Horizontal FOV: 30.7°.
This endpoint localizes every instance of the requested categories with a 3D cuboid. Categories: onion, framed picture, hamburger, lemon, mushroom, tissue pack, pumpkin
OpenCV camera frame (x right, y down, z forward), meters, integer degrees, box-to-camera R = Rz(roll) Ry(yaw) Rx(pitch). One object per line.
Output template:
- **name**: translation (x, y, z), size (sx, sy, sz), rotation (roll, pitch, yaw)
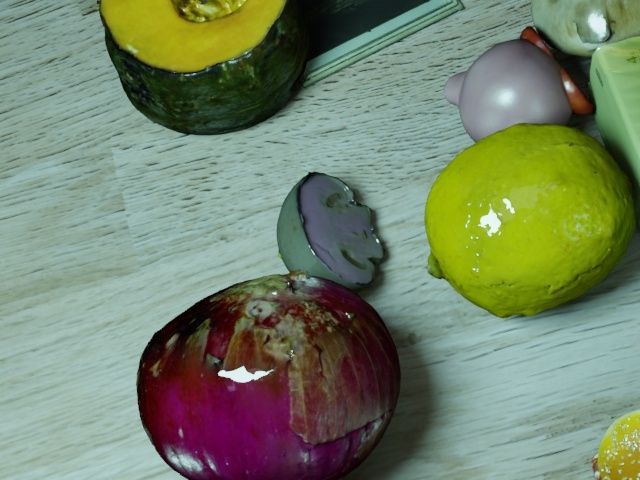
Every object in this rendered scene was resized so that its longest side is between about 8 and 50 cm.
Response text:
- **onion**: translation (-0.060, 0.238, 1.514), size (0.347, 0.348, 0.385), rotation (-7, 100, 7)
- **framed picture**: translation (0.054, -0.400, 1.908), size (0.293, 0.018, 0.231), rotation (-27, 64, -3)
- **hamburger**: translation (0.446, 0.301, 1.449), size (0.210, 0.173, 0.116), rotation (41, 41, 22)
- **lemon**: translation (0.283, -0.030, 1.574), size (0.283, 0.260, 0.261), rotation (-4, 66, 8)
- **mushroom**: translation (0.429, -0.356, 1.719), size (0.254, 0.184, 0.255), rotation (-14, 37, 11)
- **tissue pack**: translation (0.469, -0.154, 1.642), size (0.125, 0.159, 0.234), rotation (-15, 65, 2)
- **mushroom**: translation (0.000, 0.000, 1.687), size (0.117, 0.141, 0.188), rotation (-30, 63, 34)
- **pumpkin**: translation (-0.170, -0.296, 1.779), size (0.303, 0.225, 0.256), rotation (10, 70, 18)

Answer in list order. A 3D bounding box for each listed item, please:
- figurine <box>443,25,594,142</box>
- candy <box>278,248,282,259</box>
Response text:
- **figurine**: translation (0.283, -0.204, 1.698), size (0.173, 0.173, 0.173), rotation (-4, 66, 9)
- **candy**: translation (-0.056, -0.005, 1.751), size (0.025, 0.023, 0.083), rotation (-23, 56, 17)
